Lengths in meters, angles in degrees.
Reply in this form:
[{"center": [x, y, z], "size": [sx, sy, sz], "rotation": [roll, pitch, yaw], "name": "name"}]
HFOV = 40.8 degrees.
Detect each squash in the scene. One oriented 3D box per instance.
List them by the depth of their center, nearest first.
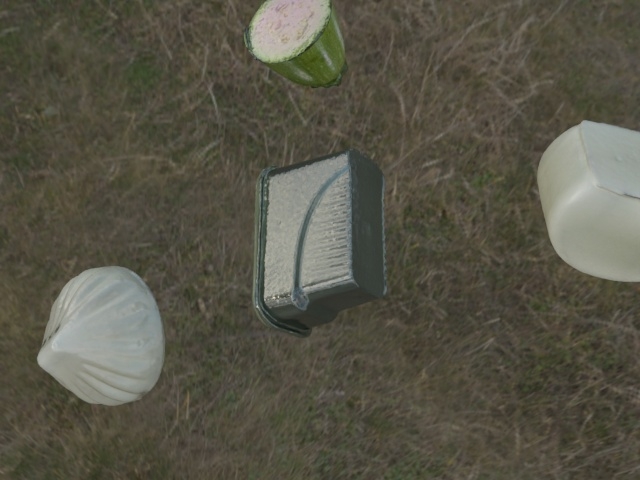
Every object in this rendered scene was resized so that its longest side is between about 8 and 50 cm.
[{"center": [-0.007, -0.199, 0.934], "size": [0.105, 0.132, 0.105], "rotation": [-13, 59, 23], "name": "squash"}]

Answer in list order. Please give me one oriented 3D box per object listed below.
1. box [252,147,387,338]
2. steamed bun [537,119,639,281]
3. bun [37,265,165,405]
[{"center": [0.000, 0.000, 1.319], "size": [0.138, 0.178, 0.274], "rotation": [24, 58, -49], "name": "box"}, {"center": [0.400, -0.039, 1.126], "size": [0.242, 0.164, 0.146], "rotation": [14, 48, -14], "name": "steamed bun"}, {"center": [-0.418, 0.180, 1.538], "size": [0.175, 0.263, 0.263], "rotation": [-10, 64, -50], "name": "bun"}]
